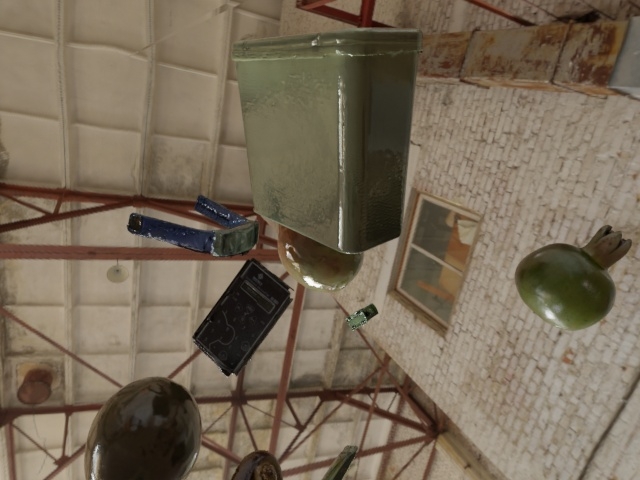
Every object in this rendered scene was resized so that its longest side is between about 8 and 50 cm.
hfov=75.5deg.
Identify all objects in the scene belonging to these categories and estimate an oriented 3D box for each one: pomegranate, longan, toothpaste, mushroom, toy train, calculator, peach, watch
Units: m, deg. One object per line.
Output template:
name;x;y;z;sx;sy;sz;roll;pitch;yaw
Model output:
pomegranate;0.481;0.074;0.790;0.179;0.179;0.211;-4;-38;-25
longan;-0.341;0.395;0.803;0.248;0.248;0.249;-10;-65;-23
toothpaste;-0.004;0.417;0.658;0.031;0.049;0.204;43;-122;0
mushroom;-0.117;0.450;0.752;0.126;0.084;0.110;-39;-49;-54
toy train;0.107;0.197;1.066;0.056;0.093;0.038;-23;-104;-35
calculator;-0.198;0.195;1.053;0.274;0.165;0.028;-54;-20;0
peach;0.000;0.001;1.207;0.292;0.247;0.293;13;-111;-38
watch;-0.273;-0.040;1.029;0.276;0.274;0.068;-39;-42;-64

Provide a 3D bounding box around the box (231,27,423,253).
box;-0.003;-0.195;0.771;0.177;0.351;0.344;-19;-61;-37
